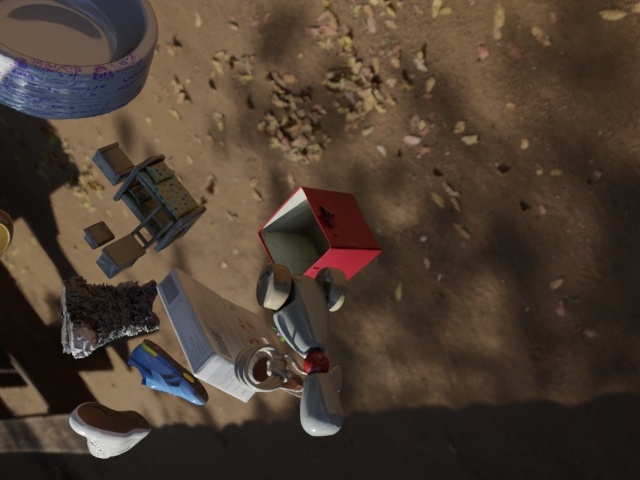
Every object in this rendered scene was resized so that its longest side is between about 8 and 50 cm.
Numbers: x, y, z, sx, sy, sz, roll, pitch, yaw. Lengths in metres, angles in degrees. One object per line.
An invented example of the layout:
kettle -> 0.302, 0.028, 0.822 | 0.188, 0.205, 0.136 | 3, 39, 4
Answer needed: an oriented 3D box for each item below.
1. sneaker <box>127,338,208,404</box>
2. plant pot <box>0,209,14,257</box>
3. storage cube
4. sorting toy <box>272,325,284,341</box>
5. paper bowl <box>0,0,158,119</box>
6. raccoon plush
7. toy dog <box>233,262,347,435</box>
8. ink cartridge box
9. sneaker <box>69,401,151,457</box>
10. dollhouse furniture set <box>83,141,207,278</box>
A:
sneaker -> -0.347, 0.315, 1.596 | 0.209, 0.082, 0.069 | 37, 179, 12
plant pot -> -0.960, 0.011, 1.958 | 0.032, 0.236, 0.236 | 40, 139, 23
storage cube -> 0.000, 0.000, 1.727 | 0.215, 0.193, 0.183 | -44, 60, 32
sorting toy -> -0.115, 0.248, 2.060 | 0.042, 0.102, 0.061 | 19, 135, -5
paper bowl -> -0.393, -0.292, 1.038 | 0.284, 0.284, 0.148 | 42, 137, 8
raccoon plush -> -0.591, 0.253, 2.060 | 0.446, 0.299, 0.216 | -135, 50, -57
toy dog -> -0.043, 0.192, 1.263 | 0.220, 0.333, 0.161 | 25, 137, -10
ink cartridge box -> -0.179, 0.205, 1.409 | 0.261, 0.066, 0.296 | 38, -172, -38
sneaker -> -0.505, 0.457, 1.634 | 0.106, 0.123, 0.290 | 43, 176, 25
dollhouse furniture set -> -0.292, -0.066, 1.033 | 0.182, 0.161, 0.101 | 50, 131, 2
